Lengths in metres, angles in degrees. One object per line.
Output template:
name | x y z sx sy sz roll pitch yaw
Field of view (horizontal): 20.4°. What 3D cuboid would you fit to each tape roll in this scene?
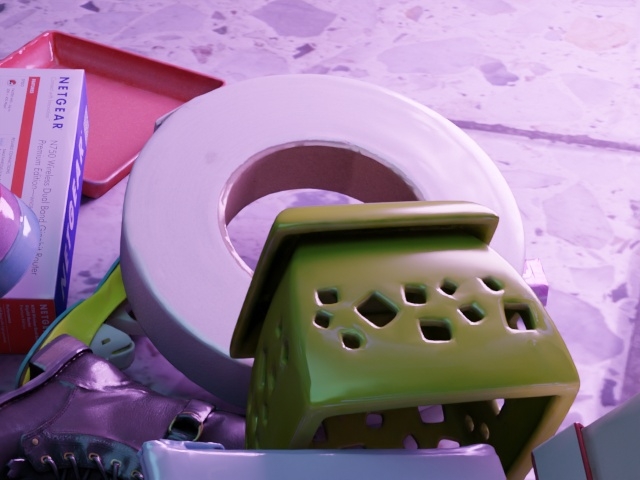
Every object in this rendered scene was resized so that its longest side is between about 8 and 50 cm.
tape roll | 0.000 0.000 1.696 0.392 0.072 0.392 5 50 -6

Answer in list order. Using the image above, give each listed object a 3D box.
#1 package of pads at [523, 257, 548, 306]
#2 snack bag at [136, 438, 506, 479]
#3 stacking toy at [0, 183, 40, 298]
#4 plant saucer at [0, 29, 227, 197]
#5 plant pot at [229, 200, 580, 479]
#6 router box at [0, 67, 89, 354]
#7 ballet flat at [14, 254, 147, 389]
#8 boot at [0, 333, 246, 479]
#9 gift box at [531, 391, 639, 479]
package of pads | 0.181 0.044 1.763 0.083 0.032 0.050 -4 39 -6
snack bag | 0.054 0.281 1.222 0.323 0.037 0.343 4 53 -30
stacking toy | -0.403 0.063 1.590 0.279 0.130 0.309 6 57 31
plant saucer | -0.277 -0.139 2.008 0.259 0.048 0.258 18 38 24
plant pot | 0.050 0.095 1.445 0.227 0.228 0.207 -4 55 -18
router box | -0.395 -0.037 1.769 0.301 0.082 0.335 1 45 -1
ballet flat | -0.197 0.081 1.668 0.077 0.077 0.231 23 37 11
boot | -0.173 0.196 1.483 0.229 0.091 0.263 25 48 14
gift box | 0.315 0.249 1.239 0.258 0.276 0.255 -36 31 26
